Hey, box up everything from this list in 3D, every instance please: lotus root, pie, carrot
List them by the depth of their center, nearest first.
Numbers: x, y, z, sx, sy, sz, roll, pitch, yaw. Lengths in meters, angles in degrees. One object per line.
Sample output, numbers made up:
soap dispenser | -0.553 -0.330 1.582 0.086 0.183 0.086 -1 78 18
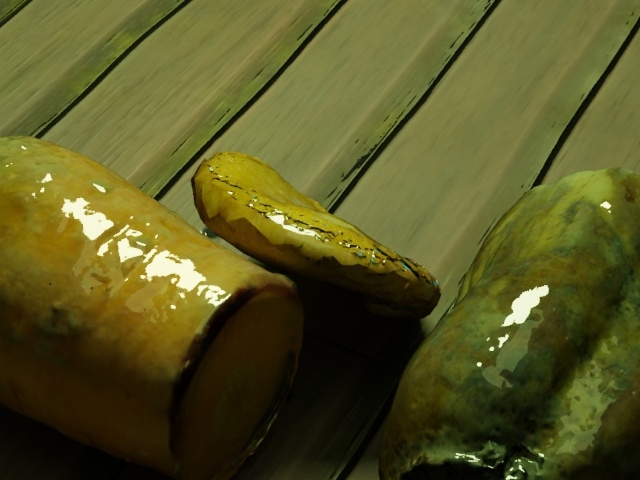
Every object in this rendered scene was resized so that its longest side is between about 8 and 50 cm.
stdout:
lotus root | 0.186 0.116 1.255 0.250 0.250 0.346 22 45 22
carrot | -0.199 0.051 1.320 0.341 0.224 0.224 24 45 25
pie | -0.001 0.001 1.406 0.273 0.069 0.273 29 7 -4
